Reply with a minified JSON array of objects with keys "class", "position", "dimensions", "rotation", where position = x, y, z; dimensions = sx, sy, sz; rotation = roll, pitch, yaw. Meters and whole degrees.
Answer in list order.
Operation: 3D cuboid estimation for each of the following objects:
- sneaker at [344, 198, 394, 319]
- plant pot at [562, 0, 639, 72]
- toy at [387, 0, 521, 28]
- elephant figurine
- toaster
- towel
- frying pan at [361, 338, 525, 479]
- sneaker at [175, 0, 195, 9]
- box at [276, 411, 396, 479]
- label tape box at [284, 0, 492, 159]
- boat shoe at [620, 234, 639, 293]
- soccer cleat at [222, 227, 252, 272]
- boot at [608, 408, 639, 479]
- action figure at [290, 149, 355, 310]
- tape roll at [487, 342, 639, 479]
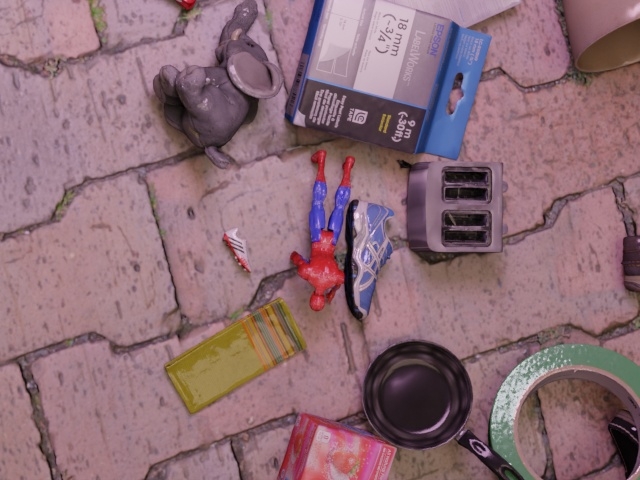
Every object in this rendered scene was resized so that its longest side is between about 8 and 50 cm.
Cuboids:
[{"class":"sneaker","position":[0.086,0.035,1.824],"dimensions":[0.081,0.080,0.211],"rotation":[4,91,-11]},{"class":"plant pot","position":[0.535,-0.483,1.867],"dimensions":[0.256,0.256,0.274],"rotation":[-15,78,-14]},{"class":"toy","position":[0.228,-0.444,1.864],"dimensions":[0.237,0.056,0.137],"rotation":[-24,105,-3]},{"class":"elephant figurine","position":[-0.142,-0.269,1.737],"dimensions":[0.239,0.169,0.186],"rotation":[-33,128,-27]},{"class":"toaster","position":[0.237,-0.061,1.846],"dimensions":[0.185,0.110,0.168],"rotation":[1,89,-14]},{"class":"towel","position":[-0.144,0.199,1.799],"dimensions":[0.237,0.021,0.102],"rotation":[-30,97,-12]},{"class":"frying pan","position":[0.231,0.296,1.835],"dimensions":[0.326,0.053,0.197],"rotation":[20,73,4]},{"class":"sneaker","position":[-0.276,-0.435,1.728],"dimensions":[0.221,0.087,0.128],"rotation":[-26,95,-11]},{"class":"box","position":[0.002,0.465,1.775],"dimensions":[0.154,0.142,0.300],"rotation":[19,86,-14]},{"class":"label tape box","position":[0.131,-0.283,1.799],"dimensions":[0.333,0.106,0.241],"rotation":[13,100,-13]},{"class":"boat shoe","position":[0.732,0.000,1.961],"dimensions":[0.355,0.132,0.130],"rotation":[-16,94,-15]},{"class":"soccer cleat","position":[-0.137,0.017,1.795],"dimensions":[0.035,0.029,0.083],"rotation":[-33,94,-7]},{"class":"boot","position":[0.575,0.535,1.928],"dimensions":[0.284,0.138,0.377],"rotation":[-34,104,-11]},{"class":"action figure","position":[0.000,0.000,1.808],"dimensions":[0.091,0.139,0.280],"rotation":[11,66,-11]},{"class":"tape roll","position":[0.461,0.347,1.849],"dimensions":[0.321,0.077,0.321],"rotation":[-2,68,5]}]
